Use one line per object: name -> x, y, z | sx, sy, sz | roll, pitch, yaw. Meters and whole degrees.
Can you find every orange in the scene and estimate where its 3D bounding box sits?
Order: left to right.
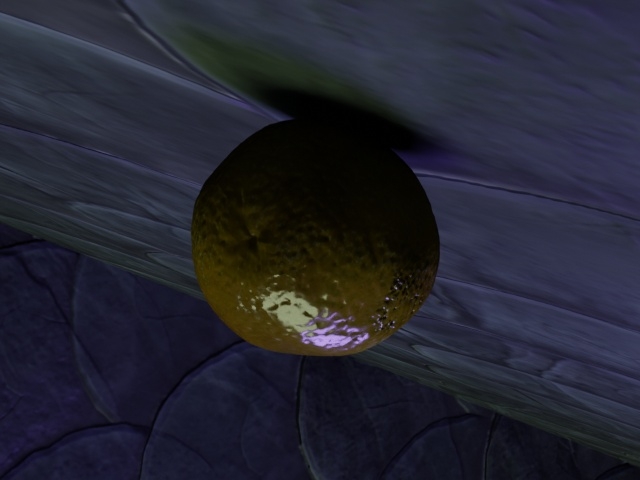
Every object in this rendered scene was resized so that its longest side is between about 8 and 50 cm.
orange -> 0.000, 0.000, 0.530 | 0.085, 0.085, 0.095 | 17, -176, 25
